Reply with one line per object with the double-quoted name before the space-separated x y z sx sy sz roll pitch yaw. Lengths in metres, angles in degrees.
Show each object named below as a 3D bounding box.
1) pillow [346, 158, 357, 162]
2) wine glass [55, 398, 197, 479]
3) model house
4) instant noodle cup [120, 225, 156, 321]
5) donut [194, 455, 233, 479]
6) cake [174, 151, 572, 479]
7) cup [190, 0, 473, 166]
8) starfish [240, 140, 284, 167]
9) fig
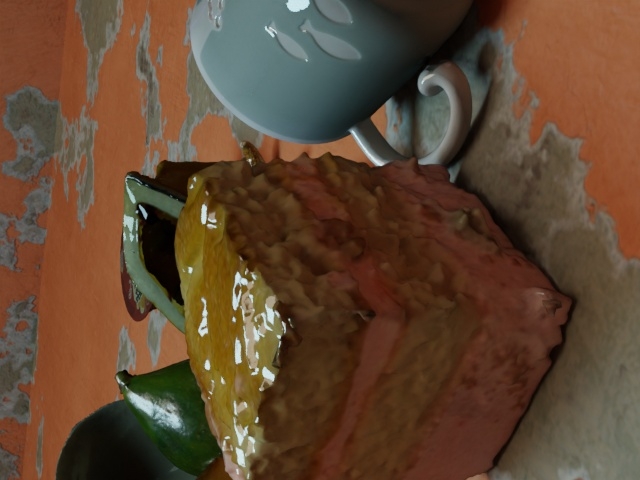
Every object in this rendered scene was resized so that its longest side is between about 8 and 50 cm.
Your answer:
"pillow" 0.000 0.000 1.433 0.335 0.093 0.161 151 115 -62
"wine glass" -0.338 0.462 1.888 0.406 0.267 0.267 120 144 -58
"model house" -0.201 -0.003 1.768 0.239 0.173 0.268 -60 -24 -67
"instant noodle cup" -0.304 0.019 2.073 0.274 0.091 0.274 -11 78 63
"donut" -0.148 0.384 1.544 0.101 0.152 0.259 35 154 16
"cake" 0.027 0.086 1.128 0.314 0.307 0.293 -119 35 -45
"cup" 0.049 -0.238 1.218 0.356 0.259 0.274 56 147 4
"starfish" -0.081 -0.040 1.645 0.216 0.071 0.238 -40 64 52
"fig" -0.201 0.266 1.670 0.195 0.245 0.195 -166 90 -72
